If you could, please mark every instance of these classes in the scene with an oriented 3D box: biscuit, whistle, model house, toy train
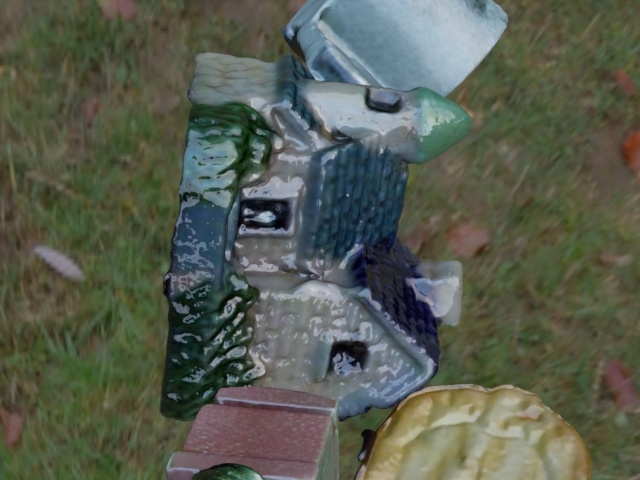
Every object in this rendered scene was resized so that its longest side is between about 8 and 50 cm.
[{"bbox_3d":[0.124,0.219,1.435,0.203,0.041,0.260,20,47,21],"label":"biscuit"},{"bbox_3d":[0.058,-0.199,1.736,0.168,0.188,0.405,45,39,-11],"label":"whistle"},{"bbox_3d":[0.000,0.000,1.474,0.284,0.243,0.298,4,117,-7],"label":"model house"},{"bbox_3d":[-0.049,0.274,1.215,0.150,0.221,0.304,4,117,11],"label":"toy train"}]
